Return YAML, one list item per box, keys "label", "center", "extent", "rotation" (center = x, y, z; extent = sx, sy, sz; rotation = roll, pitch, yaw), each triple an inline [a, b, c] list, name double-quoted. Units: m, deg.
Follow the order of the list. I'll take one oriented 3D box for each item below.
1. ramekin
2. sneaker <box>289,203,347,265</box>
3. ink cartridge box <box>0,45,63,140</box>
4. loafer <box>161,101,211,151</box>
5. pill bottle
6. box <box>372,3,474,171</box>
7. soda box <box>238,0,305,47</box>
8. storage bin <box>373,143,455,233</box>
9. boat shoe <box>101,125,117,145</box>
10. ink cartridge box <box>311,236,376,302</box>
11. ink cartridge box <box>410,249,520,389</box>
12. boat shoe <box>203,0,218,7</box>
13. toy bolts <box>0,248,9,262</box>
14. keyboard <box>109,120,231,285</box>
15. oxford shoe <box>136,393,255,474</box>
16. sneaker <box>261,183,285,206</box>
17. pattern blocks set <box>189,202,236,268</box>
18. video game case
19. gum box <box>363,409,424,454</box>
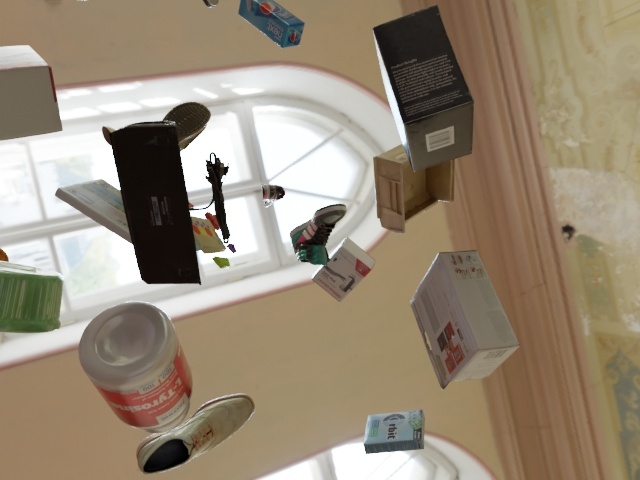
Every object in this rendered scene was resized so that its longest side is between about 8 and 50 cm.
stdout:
- label: "ramekin"
  center: [-0.838, 0.141, 1.508]
  extent: [0.303, 0.303, 0.148]
  rotation: [6, -95, 66]
- label: "sneaker"
  center: [0.000, 0.000, 2.048]
  extent: [0.295, 0.123, 0.178]
  rotation: [-35, -121, 44]
- label: "ink cartridge box"
  center: [-0.585, -0.284, 1.078]
  extent: [0.176, 0.127, 0.128]
  rotation: [39, -44, 42]
- label: "loafer"
  center: [-0.425, -0.299, 1.632]
  extent: [0.102, 0.268, 0.092]
  rotation: [44, -26, -2]
- label: "pill bottle"
  center: [-0.465, 0.357, 1.508]
  extent: [0.408, 0.229, 0.229]
  rotation: [91, -25, -52]
- label: "box"
  center: [0.271, -0.386, 1.494]
  extent: [0.296, 0.182, 0.294]
  rotation: [52, 24, -68]
- label: "soda box"
  center: [-0.143, -0.636, 1.626]
  extent: [0.210, 0.067, 0.071]
  rotation: [43, -44, 23]
- label: "storage bin"
  center: [0.306, -0.187, 1.833]
  extent: [0.123, 0.262, 0.260]
  rotation: [24, -47, 41]
- label: "boat shoe"
  center: [-0.771, -0.388, 2.176]
  extent: [0.170, 0.059, 0.063]
  rotation: [39, -51, 23]
- label: "ink cartridge box"
  center: [0.092, 0.120, 2.295]
  extent: [0.158, 0.092, 0.218]
  rotation: [39, -59, -3]
- label: "ink cartridge box"
  center: [0.396, 0.230, 1.629]
  extent: [0.272, 0.130, 0.309]
  rotation: [109, -28, -51]
- label: "boat shoe"
  center: [-0.330, -0.717, 1.594]
  extent: [0.038, 0.046, 0.125]
  rotation: [2, -51, 49]
- label: "toy bolts"
  center: [-1.093, 0.122, 1.738]
  extent: [0.158, 0.218, 0.228]
  rotation: [-31, -117, 29]
- label: "keyboard"
  center: [-0.253, -0.059, 1.026]
  extent: [0.033, 0.201, 0.317]
  rotation: [-83, 172, -61]
- label: "oxford shoe"
  center: [-0.378, 0.619, 1.782]
  extent: [0.140, 0.397, 0.146]
  rotation: [64, -16, -8]
- label: "sneaker"
  center: [-0.157, -0.154, 1.945]
  extent: [0.178, 0.077, 0.072]
  rotation: [-179, -96, -87]
- label: "pattern blocks set"
  center: [-0.398, -0.020, 1.953]
  extent: [0.285, 0.026, 0.325]
  rotation: [58, 14, 23]
- label: "video game case"
  center: [-0.476, -0.068, 1.348]
  extent: [0.026, 0.227, 0.206]
  rotation: [-57, -178, 13]
- label: "gum box"
  center: [0.236, 0.606, 1.805]
  extent: [0.157, 0.184, 0.041]
  rotation: [-57, 135, -69]
